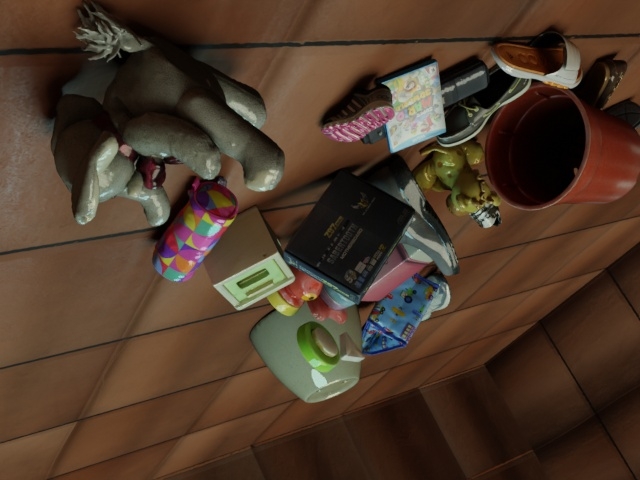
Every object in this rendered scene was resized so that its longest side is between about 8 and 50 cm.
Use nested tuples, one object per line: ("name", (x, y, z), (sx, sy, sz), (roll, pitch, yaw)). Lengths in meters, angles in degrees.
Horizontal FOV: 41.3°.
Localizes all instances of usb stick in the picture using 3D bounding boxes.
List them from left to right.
("usb stick", (0.199, -0.268, 1.643), (0.278, 0.045, 0.077), (-26, 154, -1))

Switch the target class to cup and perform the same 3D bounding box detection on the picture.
("cup", (-0.009, 0.324, 2.439), (0.331, 0.237, 0.331), (-21, 158, -9))

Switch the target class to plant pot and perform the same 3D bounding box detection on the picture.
("plant pot", (0.553, -0.193, 1.868), (0.265, 0.272, 0.272), (4, 144, -38))

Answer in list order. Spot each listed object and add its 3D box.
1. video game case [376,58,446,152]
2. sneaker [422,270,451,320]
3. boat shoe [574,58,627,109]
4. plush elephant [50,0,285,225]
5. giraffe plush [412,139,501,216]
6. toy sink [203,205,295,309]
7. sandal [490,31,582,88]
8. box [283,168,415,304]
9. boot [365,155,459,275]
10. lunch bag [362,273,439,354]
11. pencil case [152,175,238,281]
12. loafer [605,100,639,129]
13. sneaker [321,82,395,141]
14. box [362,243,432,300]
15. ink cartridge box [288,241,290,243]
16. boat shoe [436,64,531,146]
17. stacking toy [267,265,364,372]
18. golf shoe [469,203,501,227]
("video game case", (0.173, -0.251, 1.600), (0.119, 0.015, 0.166), (-22, 135, -6))
("sneaker", (0.324, 0.199, 2.749), (0.122, 0.110, 0.283), (-12, 154, -26))
("boat shoe", (0.640, -0.337, 1.964), (0.073, 0.073, 0.207), (-15, 155, -21))
("plush elephant", (-0.245, -0.130, 1.164), (0.330, 0.272, 0.255), (30, 110, -32))
("giraffe plush", (0.321, -0.131, 1.920), (0.181, 0.171, 0.210), (-23, 158, -11))
("toy sink", (-0.153, 0.052, 1.832), (0.152, 0.131, 0.234), (-27, 158, -1))
("sandal", (0.444, -0.359, 1.652), (0.265, 0.102, 0.076), (-5, 152, -40))
("box", (0.060, -0.011, 1.748), (0.233, 0.183, 0.059), (-54, 167, -22))
("boot", (0.161, -0.015, 1.932), (0.222, 0.118, 0.338), (-31, 115, 8))
("lunch bag", (0.213, 0.232, 2.574), (0.221, 0.138, 0.293), (-56, 179, -24))
("pencil case", (-0.243, -0.019, 1.625), (0.104, 0.104, 0.236), (-8, 149, -40))
("loafer", (0.693, -0.252, 2.181), (0.302, 0.109, 0.095), (-27, 163, -8))
("sneaker", (0.070, -0.235, 1.547), (0.063, 0.075, 0.170), (27, 148, -34))
("box", (0.163, 0.031, 2.129), (0.232, 0.149, 0.126), (-40, 155, 27))
("ink cartridge box", (0.000, 0.000, 1.987), (0.209, 0.062, 0.109), (-2, 147, -47))
("boat shoe", (0.320, -0.281, 1.717), (0.227, 0.081, 0.068), (-40, 153, 11))
("stacking toy", (0.029, 0.169, 2.119), (0.130, 0.280, 0.309), (-37, 161, 25))
("golf shoe", (0.428, -0.083, 2.260), (0.077, 0.094, 0.198), (-39, 154, 30))
